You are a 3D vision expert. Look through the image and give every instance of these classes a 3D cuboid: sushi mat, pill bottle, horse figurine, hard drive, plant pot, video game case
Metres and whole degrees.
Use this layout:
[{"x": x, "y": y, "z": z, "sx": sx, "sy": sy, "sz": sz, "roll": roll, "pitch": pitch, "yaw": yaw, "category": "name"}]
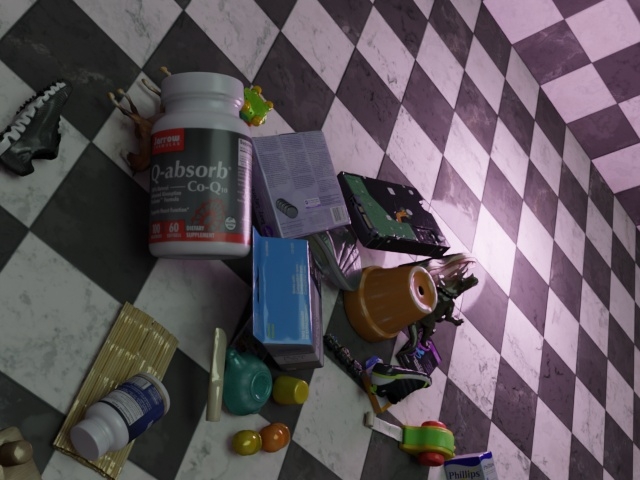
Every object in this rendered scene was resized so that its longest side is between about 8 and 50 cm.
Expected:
[{"x": -0.377, "y": 0.279, "z": 1.467, "sx": 0.151, "sy": 0.019, "sz": 0.317, "roll": 45, "pitch": 45, "yaw": -29, "category": "sushi mat"}, {"x": -0.357, "y": 0.315, "z": 1.383, "sx": 0.169, "sy": 0.094, "sz": 0.094, "roll": -35, "pitch": 101, "yaw": -50, "category": "pill bottle"}, {"x": -0.357, "y": -0.272, "z": 1.697, "sx": 0.174, "sy": 0.066, "sz": 0.263, "roll": 58, "pitch": 40, "yaw": -11, "category": "horse figurine"}, {"x": 0.200, "y": -0.068, "z": 2.194, "sx": 0.339, "sy": 0.064, "sz": 0.237, "roll": 8, "pitch": 46, "yaw": -45, "category": "hard drive"}, {"x": -0.247, "y": -0.146, "z": 1.605, "sx": 0.210, "sy": 0.210, "sz": 0.363, "roll": 5, "pitch": 82, "yaw": -49, "category": "pill bottle"}, {"x": 0.197, "y": 0.153, "z": 2.065, "sx": 0.205, "sy": 0.188, "sz": 0.205, "roll": 23, "pitch": 57, "yaw": -42, "category": "plant pot"}, {"x": -0.152, "y": 0.232, "z": 1.760, "sx": 0.087, "sy": 0.011, "sz": 0.122, "roll": 55, "pitch": 41, "yaw": -19, "category": "video game case"}]

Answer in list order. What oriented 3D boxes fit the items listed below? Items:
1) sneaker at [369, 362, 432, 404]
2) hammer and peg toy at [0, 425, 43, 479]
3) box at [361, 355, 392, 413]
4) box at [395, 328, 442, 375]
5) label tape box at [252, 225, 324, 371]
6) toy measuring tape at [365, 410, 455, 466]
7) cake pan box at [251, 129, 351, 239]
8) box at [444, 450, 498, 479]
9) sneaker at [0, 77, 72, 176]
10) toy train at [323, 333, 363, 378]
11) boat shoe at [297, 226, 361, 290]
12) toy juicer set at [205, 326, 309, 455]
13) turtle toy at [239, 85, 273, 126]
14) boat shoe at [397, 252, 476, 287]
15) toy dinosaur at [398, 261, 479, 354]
[{"x": 0.202, "y": 0.380, "z": 2.038, "sx": 0.234, "sy": 0.084, "sz": 0.097, "roll": 19, "pitch": 83, "yaw": -44, "category": "sneaker"}, {"x": -0.541, "y": 0.454, "z": 1.109, "sx": 0.361, "sy": 0.127, "sz": 0.266, "roll": -27, "pitch": 95, "yaw": -51, "category": "hammer and peg toy"}, {"x": 0.150, "y": 0.376, "z": 2.042, "sx": 0.081, "sy": 0.028, "sz": 0.136, "roll": -21, "pitch": 88, "yaw": -52, "category": "box"}, {"x": 0.282, "y": 0.335, "z": 2.213, "sx": 0.162, "sy": 0.029, "sz": 0.116, "roll": -38, "pitch": 103, "yaw": -49, "category": "box"}, {"x": -0.065, "y": 0.133, "z": 1.699, "sx": 0.334, "sy": 0.105, "sz": 0.241, "roll": 71, "pitch": 15, "yaw": -68, "category": "label tape box"}, {"x": 0.259, "y": 0.514, "z": 2.041, "sx": 0.330, "sy": 0.121, "sz": 0.121, "roll": 35, "pitch": 50, "yaw": -35, "category": "toy measuring tape"}, {"x": -0.056, "y": -0.130, "z": 1.835, "sx": 0.266, "sy": 0.070, "sz": 0.246, "roll": -16, "pitch": 89, "yaw": -48, "category": "cake pan box"}, {"x": 0.423, "y": 0.665, "z": 2.157, "sx": 0.072, "sy": 0.126, "sz": 0.137, "roll": -1, "pitch": 74, "yaw": -48, "category": "box"}, {"x": -0.527, "y": -0.207, "z": 1.464, "sx": 0.106, "sy": 0.078, "sz": 0.234, "roll": 50, "pitch": 46, "yaw": -27, "category": "sneaker"}, {"x": 0.058, "y": 0.289, "z": 1.971, "sx": 0.158, "sy": 0.027, "sz": 0.036, "roll": 50, "pitch": 39, "yaw": -23, "category": "toy train"}, {"x": -0.002, "y": 0.001, "z": 1.980, "sx": 0.320, "sy": 0.103, "sz": 0.118, "roll": 53, "pitch": 43, "yaw": -24, "category": "boat shoe"}, {"x": -0.167, "y": 0.339, "z": 1.645, "sx": 0.329, "sy": 0.089, "sz": 0.209, "roll": 40, "pitch": 59, "yaw": -43, "category": "toy juicer set"}, {"x": -0.182, "y": -0.338, "z": 1.931, "sx": 0.130, "sy": 0.066, "sz": 0.095, "roll": 51, "pitch": 42, "yaw": -21, "category": "turtle toy"}, {"x": 0.353, "y": 0.109, "z": 2.338, "sx": 0.324, "sy": 0.122, "sz": 0.120, "roll": -10, "pitch": 88, "yaw": -42, "category": "boat shoe"}, {"x": 0.307, "y": 0.199, "z": 2.192, "sx": 0.313, "sy": 0.121, "sz": 0.160, "roll": -33, "pitch": 114, "yaw": -17, "category": "toy dinosaur"}]
